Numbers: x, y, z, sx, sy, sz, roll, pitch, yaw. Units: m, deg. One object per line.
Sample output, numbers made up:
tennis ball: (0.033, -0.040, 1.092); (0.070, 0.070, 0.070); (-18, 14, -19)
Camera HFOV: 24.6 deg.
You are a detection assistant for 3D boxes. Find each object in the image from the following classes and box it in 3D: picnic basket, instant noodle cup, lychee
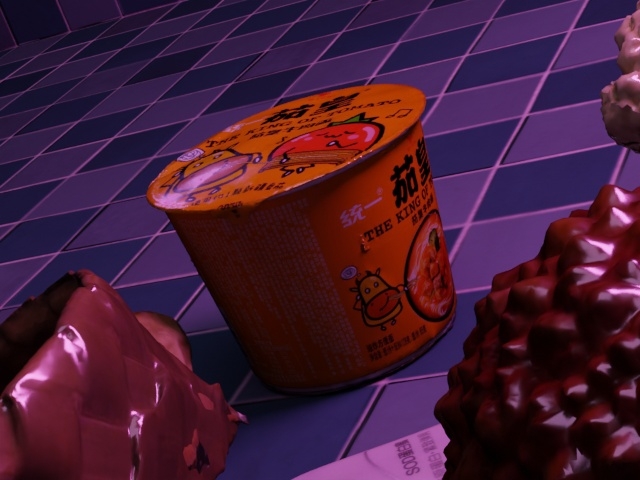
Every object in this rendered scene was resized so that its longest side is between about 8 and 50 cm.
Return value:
picnic basket: (-0.251, 0.110, 0.755); (0.337, 0.337, 0.293); (-14, 21, 17)
instant noodle cup: (0.000, 0.000, 1.095); (0.216, 0.172, 0.216); (-18, 20, 7)
lychee: (0.176, 0.095, 0.601); (0.264, 0.264, 0.300); (-16, -23, 13)

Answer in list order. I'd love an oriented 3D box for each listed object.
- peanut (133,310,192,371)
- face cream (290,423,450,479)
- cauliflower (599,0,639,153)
peanut: (-0.187, 0.134, 1.028); (0.233, 0.110, 0.197); (-26, 16, -15)
face cream: (0.026, 0.166, 0.799); (0.291, 0.071, 0.144); (-20, 23, 2)
cauliflower: (0.294, -0.070, 0.867); (0.281, 0.260, 0.327); (-30, -16, -28)
